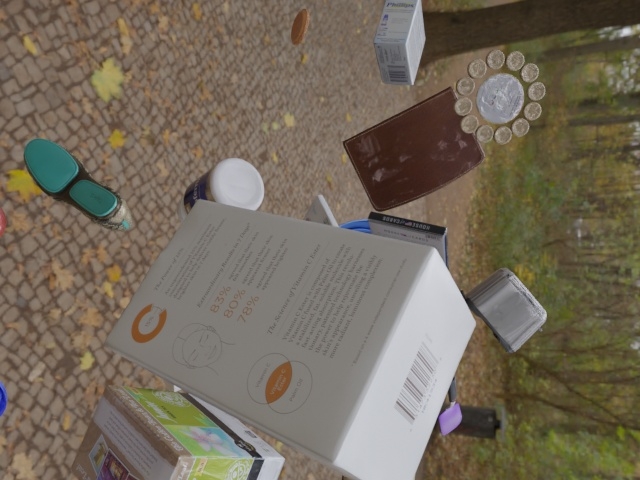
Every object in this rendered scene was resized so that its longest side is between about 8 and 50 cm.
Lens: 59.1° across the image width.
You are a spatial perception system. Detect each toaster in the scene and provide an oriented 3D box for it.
[{"bbox_3d":[0.486,0.175,1.503,0.227,0.146,0.129,49,7,1],"label":"toaster"}]

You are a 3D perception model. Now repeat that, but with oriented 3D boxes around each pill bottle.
[{"bbox_3d":[-0.278,-0.110,1.523,0.153,0.264,0.153,12,70,-34],"label":"pill bottle"}]

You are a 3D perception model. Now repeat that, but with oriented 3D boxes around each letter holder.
[{"bbox_3d":[0.244,-0.217,1.458,0.215,0.301,0.152,65,10,3],"label":"letter holder"}]

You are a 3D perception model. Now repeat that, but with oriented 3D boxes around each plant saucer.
[{"bbox_3d":[-0.050,-0.498,1.315,0.013,0.083,0.084,10,75,-25],"label":"plant saucer"}]

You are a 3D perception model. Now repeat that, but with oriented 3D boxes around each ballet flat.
[{"bbox_3d":[-0.834,-0.170,1.955,0.164,0.482,0.182,-49,160,-18],"label":"ballet flat"}]

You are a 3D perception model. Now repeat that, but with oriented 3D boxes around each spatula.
[{"bbox_3d":[0.385,0.475,1.660,0.084,0.030,0.297,-28,137,-17],"label":"spatula"}]

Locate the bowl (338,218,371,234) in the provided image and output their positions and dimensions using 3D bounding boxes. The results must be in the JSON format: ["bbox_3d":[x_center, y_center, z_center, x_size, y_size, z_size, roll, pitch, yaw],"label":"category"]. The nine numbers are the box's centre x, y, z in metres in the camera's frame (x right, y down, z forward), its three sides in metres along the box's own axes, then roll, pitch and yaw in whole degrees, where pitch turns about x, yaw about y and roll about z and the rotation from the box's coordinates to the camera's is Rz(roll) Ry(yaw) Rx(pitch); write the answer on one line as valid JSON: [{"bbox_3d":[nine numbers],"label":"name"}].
[{"bbox_3d":[0.135,0.132,1.719,0.077,0.390,0.392,155,-61,-69],"label":"bowl"}]

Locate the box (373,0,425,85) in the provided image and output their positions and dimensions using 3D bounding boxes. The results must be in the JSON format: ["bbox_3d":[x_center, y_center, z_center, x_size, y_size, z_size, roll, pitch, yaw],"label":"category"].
[{"bbox_3d":[0.169,-0.423,1.192,0.126,0.072,0.137,60,43,-61],"label":"box"}]

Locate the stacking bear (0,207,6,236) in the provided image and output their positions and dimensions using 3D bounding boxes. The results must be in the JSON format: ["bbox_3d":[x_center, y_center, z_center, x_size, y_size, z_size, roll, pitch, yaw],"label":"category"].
[{"bbox_3d":[-0.797,-0.099,1.221,0.164,0.289,0.175,-28,74,-27],"label":"stacking bear"}]

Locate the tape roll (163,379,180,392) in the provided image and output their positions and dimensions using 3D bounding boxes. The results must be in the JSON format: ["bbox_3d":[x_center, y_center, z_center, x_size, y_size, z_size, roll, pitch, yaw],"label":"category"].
[{"bbox_3d":[-0.521,0.384,1.982,0.100,0.286,0.287,-20,110,-28],"label":"tape roll"}]

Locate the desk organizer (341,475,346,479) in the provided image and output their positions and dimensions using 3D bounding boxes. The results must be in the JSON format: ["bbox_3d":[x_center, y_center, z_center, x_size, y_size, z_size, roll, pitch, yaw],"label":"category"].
[{"bbox_3d":[0.066,0.572,1.237,0.050,0.047,0.130,-95,-169,-80],"label":"desk organizer"}]

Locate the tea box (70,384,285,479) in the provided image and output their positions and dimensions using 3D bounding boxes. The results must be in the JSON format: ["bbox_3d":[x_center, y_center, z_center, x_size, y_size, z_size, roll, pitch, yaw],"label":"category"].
[{"bbox_3d":[-0.326,0.512,1.295,0.323,0.328,0.220,24,87,-49],"label":"tea box"}]

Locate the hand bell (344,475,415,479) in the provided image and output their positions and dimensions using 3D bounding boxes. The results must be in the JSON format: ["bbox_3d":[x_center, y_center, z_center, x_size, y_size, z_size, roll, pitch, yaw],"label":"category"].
[{"bbox_3d":[0.127,0.463,0.850,0.126,0.126,0.242,28,43,-63],"label":"hand bell"}]

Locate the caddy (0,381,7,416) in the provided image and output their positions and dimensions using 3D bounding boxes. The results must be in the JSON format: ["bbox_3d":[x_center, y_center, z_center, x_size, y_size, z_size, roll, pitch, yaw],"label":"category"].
[{"bbox_3d":[-0.765,0.304,1.031,0.341,0.241,0.179,31,26,-34],"label":"caddy"}]

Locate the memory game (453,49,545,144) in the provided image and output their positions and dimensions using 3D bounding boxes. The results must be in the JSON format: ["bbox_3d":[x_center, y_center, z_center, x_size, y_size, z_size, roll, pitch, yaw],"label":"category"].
[{"bbox_3d":[0.355,-0.283,1.122,0.012,0.186,0.186,-101,-178,-75],"label":"memory game"}]

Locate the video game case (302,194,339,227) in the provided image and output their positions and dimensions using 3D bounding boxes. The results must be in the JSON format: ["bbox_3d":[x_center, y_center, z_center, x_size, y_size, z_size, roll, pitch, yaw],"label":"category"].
[{"bbox_3d":[0.000,0.000,1.295,0.019,0.143,0.157,-6,56,-33],"label":"video game case"}]

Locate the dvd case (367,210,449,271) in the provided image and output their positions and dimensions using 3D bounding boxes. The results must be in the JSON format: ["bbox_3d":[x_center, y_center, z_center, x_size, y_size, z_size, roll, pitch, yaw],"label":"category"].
[{"bbox_3d":[0.214,0.021,1.343,0.239,0.179,0.030,68,41,-57],"label":"dvd case"}]

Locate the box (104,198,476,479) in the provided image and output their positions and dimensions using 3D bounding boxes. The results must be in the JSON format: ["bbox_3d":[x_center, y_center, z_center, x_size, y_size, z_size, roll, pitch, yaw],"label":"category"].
[{"bbox_3d":[-0.038,0.105,0.641,0.215,0.345,0.168,-61,140,-20],"label":"box"}]
